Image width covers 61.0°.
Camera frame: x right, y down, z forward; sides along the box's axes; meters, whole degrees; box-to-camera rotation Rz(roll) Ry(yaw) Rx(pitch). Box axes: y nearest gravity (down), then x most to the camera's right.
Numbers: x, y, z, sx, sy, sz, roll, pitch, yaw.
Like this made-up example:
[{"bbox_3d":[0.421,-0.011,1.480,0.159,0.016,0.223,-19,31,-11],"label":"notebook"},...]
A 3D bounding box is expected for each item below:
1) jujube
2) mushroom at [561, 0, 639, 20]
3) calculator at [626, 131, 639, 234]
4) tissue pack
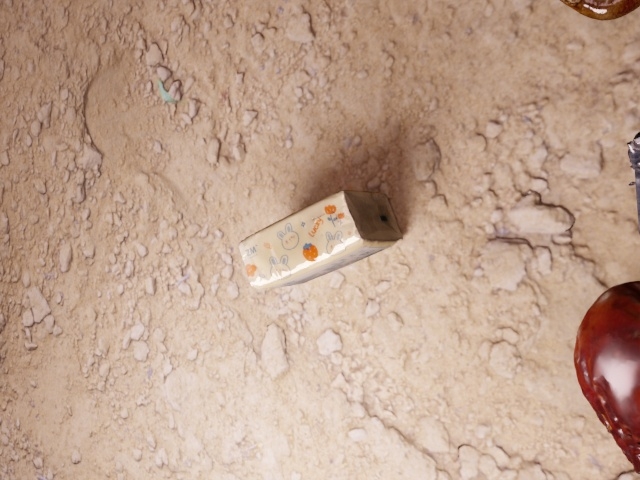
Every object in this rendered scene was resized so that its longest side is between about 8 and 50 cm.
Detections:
[{"bbox_3d":[0.380,0.163,0.606,0.168,0.168,0.236,-8,104,30],"label":"jujube"},{"bbox_3d":[0.330,-0.319,0.626,0.127,0.087,0.127,5,100,30],"label":"mushroom"},{"bbox_3d":[0.449,-0.038,0.533,0.262,0.021,0.161,14,144,42],"label":"calculator"},{"bbox_3d":[0.000,0.000,0.801,0.196,0.148,0.092,-26,78,28],"label":"tissue pack"}]
